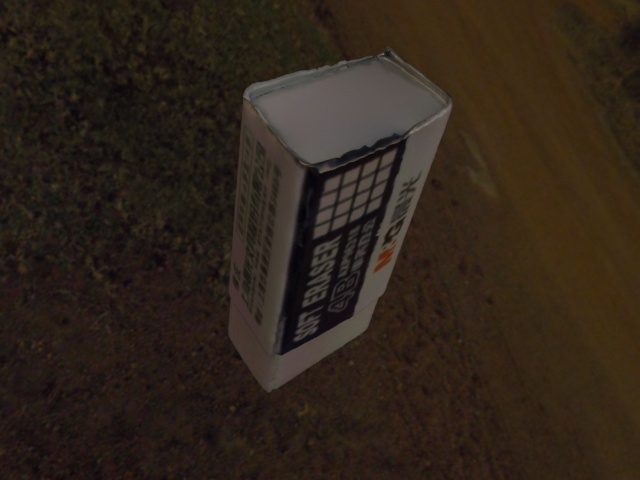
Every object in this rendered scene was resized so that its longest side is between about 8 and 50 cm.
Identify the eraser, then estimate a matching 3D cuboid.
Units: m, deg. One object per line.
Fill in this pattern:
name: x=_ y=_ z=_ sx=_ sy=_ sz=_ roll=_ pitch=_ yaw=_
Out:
eraser: x=0.000 y=0.000 z=0.540 sx=0.130 sy=0.287 sz=0.086 roll=-26 pitch=60 yaw=-27
